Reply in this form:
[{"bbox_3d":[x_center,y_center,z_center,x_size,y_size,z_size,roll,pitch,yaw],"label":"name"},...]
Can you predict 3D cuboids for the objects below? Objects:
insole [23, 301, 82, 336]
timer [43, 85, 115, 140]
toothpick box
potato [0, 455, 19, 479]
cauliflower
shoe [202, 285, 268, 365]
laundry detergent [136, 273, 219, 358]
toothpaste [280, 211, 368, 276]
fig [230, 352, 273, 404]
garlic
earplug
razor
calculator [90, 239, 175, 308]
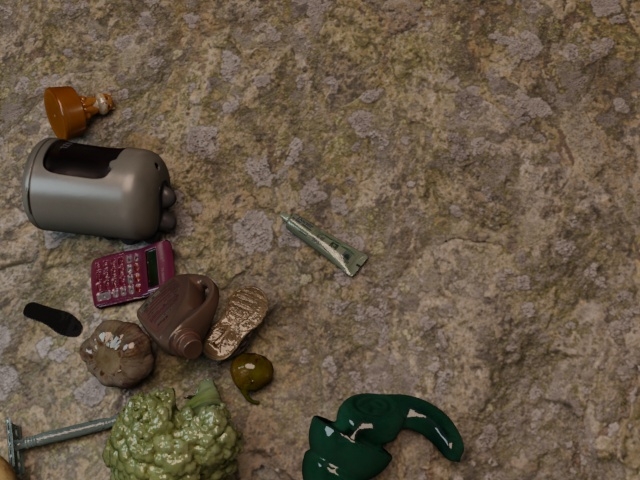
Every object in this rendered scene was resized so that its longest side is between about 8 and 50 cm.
[{"bbox_3d":[-0.585,0.173,1.923,0.153,0.002,0.053,17,67,15],"label":"insole"},{"bbox_3d":[-0.569,-0.320,2.120,0.152,0.132,0.132,-21,60,-29],"label":"timer"},{"bbox_3d":[-0.469,-0.099,1.941,0.317,0.229,0.228,7,65,9],"label":"toothpick box"},{"bbox_3d":[-0.656,0.485,1.699,0.235,0.128,0.161,-10,80,41],"label":"potato"},{"bbox_3d":[-0.248,0.396,1.643,0.281,0.327,0.260,-10,70,-48],"label":"cauliflower"},{"bbox_3d":[-0.170,0.183,1.819,0.089,0.092,0.180,30,67,16],"label":"shoe"},{"bbox_3d":[-0.271,0.150,1.787,0.171,0.076,0.237,-45,30,-11],"label":"laundry detergent"},{"bbox_3d":[0.000,0.000,1.917,0.218,0.041,0.064,34,66,17],"label":"toothpaste"},{"bbox_3d":[-0.144,0.275,1.779,0.084,0.082,0.098,23,82,-20],"label":"fig"},{"bbox_3d":[-0.410,0.232,1.810,0.159,0.102,0.147,-16,93,25],"label":"garlic"},{"bbox_3d":[0.096,0.397,1.662,0.257,0.164,0.280,38,84,-15],"label":"earplug"},{"bbox_3d":[-0.514,0.393,1.779,0.232,0.068,0.106,-12,63,-6],"label":"razor"},{"bbox_3d":[-0.412,0.076,1.934,0.191,0.034,0.126,-14,63,6],"label":"calculator"}]
